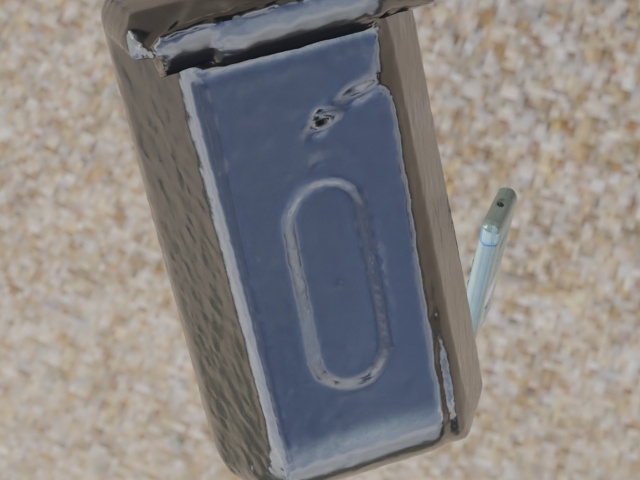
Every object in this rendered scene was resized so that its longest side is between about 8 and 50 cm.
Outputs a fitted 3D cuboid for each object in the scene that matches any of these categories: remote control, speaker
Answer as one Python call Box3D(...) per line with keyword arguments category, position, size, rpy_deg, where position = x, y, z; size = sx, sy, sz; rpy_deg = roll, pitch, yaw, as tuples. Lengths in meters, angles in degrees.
Box3D(category="remote control", position=(0.120, 0.020, 1.297), size=(0.017, 0.053, 0.124), rpy_deg=(19, 134, 11))
Box3D(category="speaker", position=(0.000, 0.000, 1.006), size=(0.180, 0.184, 0.388), rpy_deg=(-17, 123, -5))
